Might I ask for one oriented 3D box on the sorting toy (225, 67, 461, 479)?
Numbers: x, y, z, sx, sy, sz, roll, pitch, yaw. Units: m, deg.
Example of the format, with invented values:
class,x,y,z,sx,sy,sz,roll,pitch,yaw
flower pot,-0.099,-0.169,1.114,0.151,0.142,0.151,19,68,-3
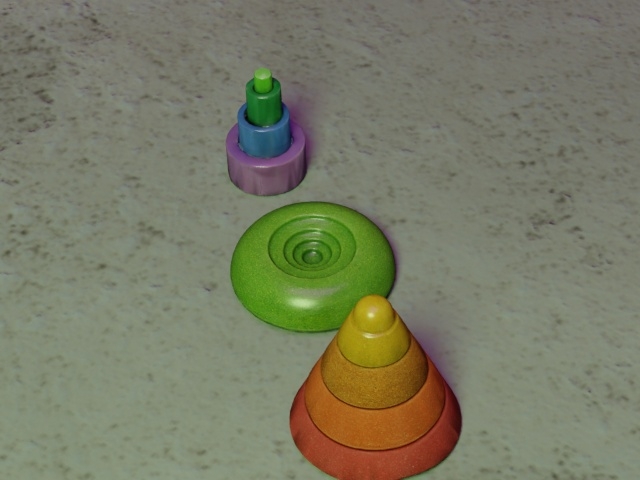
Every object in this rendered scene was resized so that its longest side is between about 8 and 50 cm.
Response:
class,x,y,z,sx,sy,sz,roll,pitch,yaw
sorting toy,0.000,0.000,1.122,0.127,0.126,0.365,-14,47,-11
